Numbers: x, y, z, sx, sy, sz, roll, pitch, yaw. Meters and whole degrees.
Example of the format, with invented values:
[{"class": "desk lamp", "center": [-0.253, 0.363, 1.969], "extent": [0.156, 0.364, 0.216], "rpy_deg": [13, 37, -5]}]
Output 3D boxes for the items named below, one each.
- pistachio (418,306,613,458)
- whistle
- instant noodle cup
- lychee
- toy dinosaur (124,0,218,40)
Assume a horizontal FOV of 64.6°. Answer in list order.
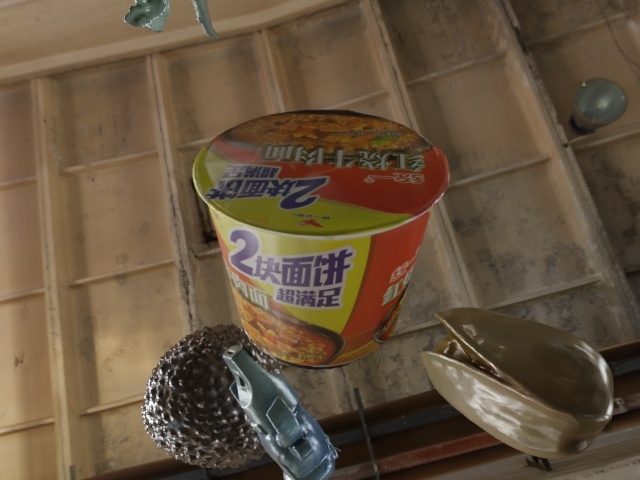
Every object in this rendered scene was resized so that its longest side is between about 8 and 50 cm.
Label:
[{"class": "pistachio", "center": [0.197, 0.142, 0.534], "extent": [0.206, 0.131, 0.130], "rpy_deg": [20, -99, 42]}, {"class": "whistle", "center": [-0.059, 0.265, 0.737], "extent": [0.093, 0.180, 0.269], "rpy_deg": [-38, -77, -23]}, {"class": "instant noodle cup", "center": [0.000, 0.000, 0.465], "extent": [0.213, 0.174, 0.213], "rpy_deg": [0, -142, 0]}, {"class": "lychee", "center": [-0.205, 0.313, 1.002], "extent": [0.299, 0.300, 0.300], "rpy_deg": [-2, -106, 6]}, {"class": "toy dinosaur", "center": [-0.117, -0.215, 0.316], "extent": [0.053, 0.242, 0.168], "rpy_deg": [27, -82, 26]}]
